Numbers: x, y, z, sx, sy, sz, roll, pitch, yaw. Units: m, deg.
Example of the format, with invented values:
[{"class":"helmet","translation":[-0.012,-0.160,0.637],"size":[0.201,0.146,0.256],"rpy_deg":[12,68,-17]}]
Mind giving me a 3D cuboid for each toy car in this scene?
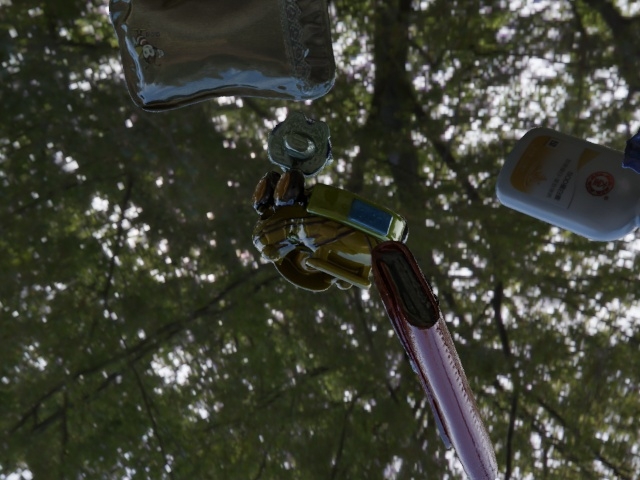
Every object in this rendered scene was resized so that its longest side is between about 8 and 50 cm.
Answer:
[{"class":"toy car","translation":[0.000,0.000,1.224],"size":[0.201,0.248,0.142],"rpy_deg":[23,-100,-21]}]

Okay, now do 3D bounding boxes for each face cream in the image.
[{"class":"face cream","translation":[0.403,-0.068,1.275],"size":[0.291,0.071,0.144],"rpy_deg":[29,-99,36]}]

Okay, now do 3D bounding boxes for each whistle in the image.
[{"class":"whistle","translation":[-0.030,-0.146,1.355],"size":[0.110,0.244,0.092],"rpy_deg":[25,-89,0]}]

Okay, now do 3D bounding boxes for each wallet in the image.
[{"class":"wallet","translation":[0.105,0.113,0.811],"size":[0.045,0.204,0.142],"rpy_deg":[-23,-149,2]}]

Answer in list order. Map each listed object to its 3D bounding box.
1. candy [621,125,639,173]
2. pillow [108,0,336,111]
[{"class":"candy","translation":[0.422,-0.198,0.848],"size":[0.187,0.077,0.331],"rpy_deg":[18,-84,16]},{"class":"pillow","translation":[-0.094,-0.189,0.824],"size":[0.218,0.130,0.033],"rpy_deg":[-1,-156,17]}]
